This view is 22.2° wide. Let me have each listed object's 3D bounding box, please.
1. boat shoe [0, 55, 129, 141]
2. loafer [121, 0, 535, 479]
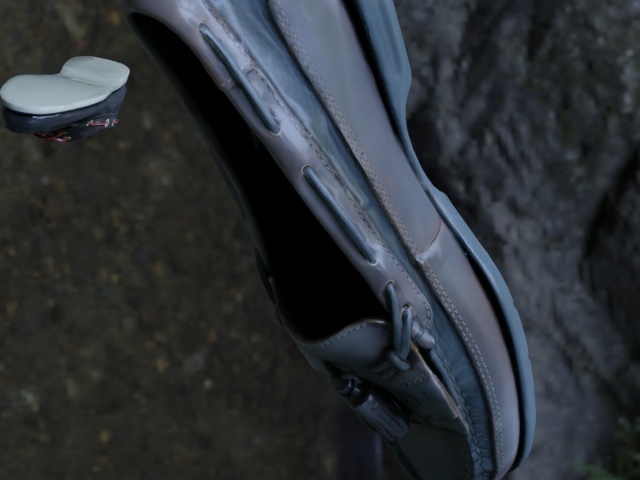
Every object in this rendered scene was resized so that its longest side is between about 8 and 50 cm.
[{"bbox_3d":[-0.144,-0.074,0.917,0.133,0.049,0.042,-46,153,-72],"label":"boat shoe"},{"bbox_3d":[0.000,0.000,0.599,0.084,0.096,0.267,-42,123,-34],"label":"loafer"}]
